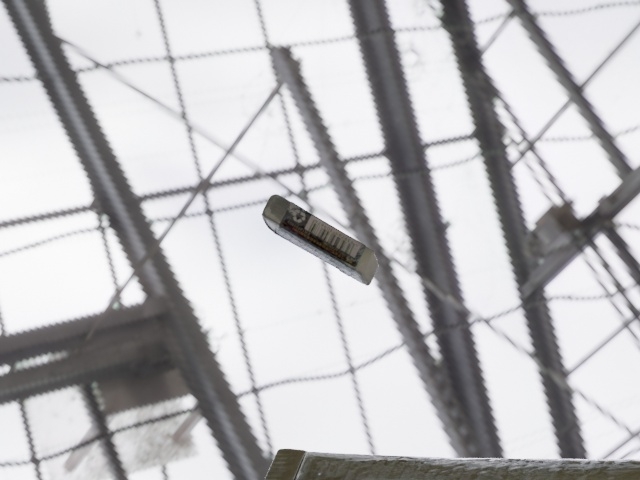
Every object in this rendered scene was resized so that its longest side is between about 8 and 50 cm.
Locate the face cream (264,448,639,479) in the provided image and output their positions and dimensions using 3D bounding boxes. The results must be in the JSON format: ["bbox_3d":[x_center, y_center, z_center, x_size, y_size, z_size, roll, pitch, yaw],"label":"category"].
[{"bbox_3d":[0.103,0.171,0.856,0.084,0.341,0.137,67,-148,-33],"label":"face cream"}]

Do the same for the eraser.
[{"bbox_3d":[0.000,0.000,1.107,0.099,0.019,0.027,29,-124,-5],"label":"eraser"}]
